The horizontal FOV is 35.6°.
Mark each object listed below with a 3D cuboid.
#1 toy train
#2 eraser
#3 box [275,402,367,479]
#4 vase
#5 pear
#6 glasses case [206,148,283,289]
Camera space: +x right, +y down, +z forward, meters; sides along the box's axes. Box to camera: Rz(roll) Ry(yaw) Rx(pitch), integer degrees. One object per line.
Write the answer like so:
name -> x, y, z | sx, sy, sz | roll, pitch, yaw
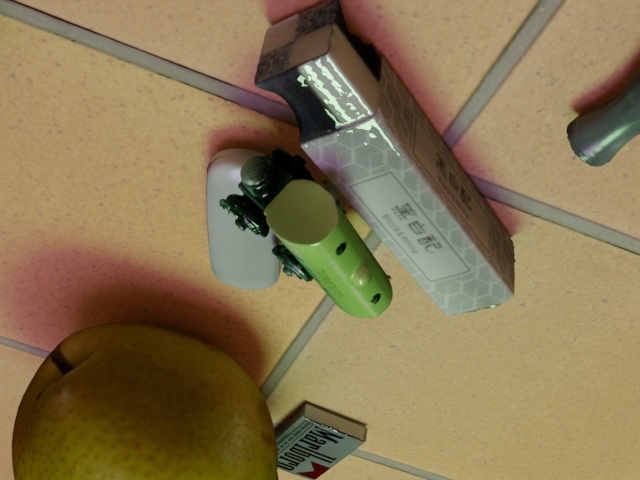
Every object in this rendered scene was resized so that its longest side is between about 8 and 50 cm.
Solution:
toy train -> 0.000, 0.000, 1.090 | 0.157, 0.105, 0.253 | 40, 174, 31
eraser -> 0.084, -0.073, 1.072 | 0.096, 0.098, 0.404 | -17, 134, 28
box -> -0.015, 0.329, 1.623 | 0.115, 0.036, 0.177 | 24, 138, -17
vase -> 0.329, -0.144, 0.951 | 0.086, 0.086, 0.214 | 27, 142, -19
pear -> -0.232, 0.304, 1.393 | 0.362, 0.362, 0.418 | -16, 128, 28
glasses case -> -0.090, -0.020, 1.202 | 0.092, 0.059, 0.233 | 5, 140, 3
